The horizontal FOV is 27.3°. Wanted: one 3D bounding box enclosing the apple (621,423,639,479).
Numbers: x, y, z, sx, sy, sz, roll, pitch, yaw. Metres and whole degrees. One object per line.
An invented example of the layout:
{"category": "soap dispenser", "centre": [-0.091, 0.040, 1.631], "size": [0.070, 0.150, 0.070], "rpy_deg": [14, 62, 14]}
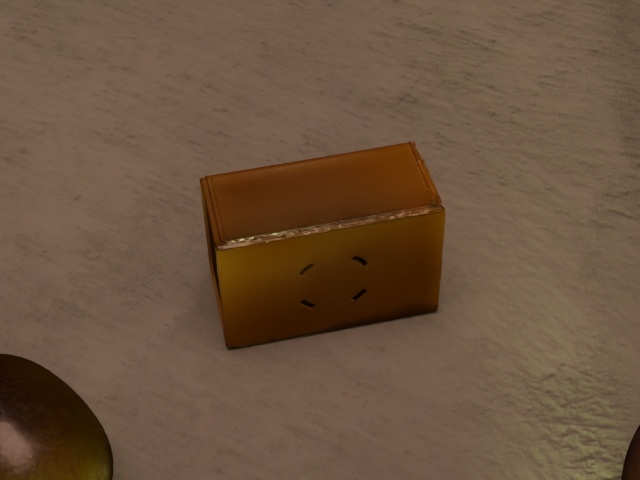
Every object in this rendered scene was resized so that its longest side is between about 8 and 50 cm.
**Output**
{"category": "apple", "centre": [0.467, 0.251, 1.382], "size": [0.306, 0.235, 0.305], "rpy_deg": [-1, 50, 1]}

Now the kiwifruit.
{"category": "kiwifruit", "centre": [-0.334, 0.237, 1.434], "size": [0.196, 0.196, 0.234], "rpy_deg": [-33, 63, -24]}

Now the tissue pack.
{"category": "tissue pack", "centre": [0.000, 0.000, 1.626], "size": [0.275, 0.194, 0.145], "rpy_deg": [-10, 50, -9]}
